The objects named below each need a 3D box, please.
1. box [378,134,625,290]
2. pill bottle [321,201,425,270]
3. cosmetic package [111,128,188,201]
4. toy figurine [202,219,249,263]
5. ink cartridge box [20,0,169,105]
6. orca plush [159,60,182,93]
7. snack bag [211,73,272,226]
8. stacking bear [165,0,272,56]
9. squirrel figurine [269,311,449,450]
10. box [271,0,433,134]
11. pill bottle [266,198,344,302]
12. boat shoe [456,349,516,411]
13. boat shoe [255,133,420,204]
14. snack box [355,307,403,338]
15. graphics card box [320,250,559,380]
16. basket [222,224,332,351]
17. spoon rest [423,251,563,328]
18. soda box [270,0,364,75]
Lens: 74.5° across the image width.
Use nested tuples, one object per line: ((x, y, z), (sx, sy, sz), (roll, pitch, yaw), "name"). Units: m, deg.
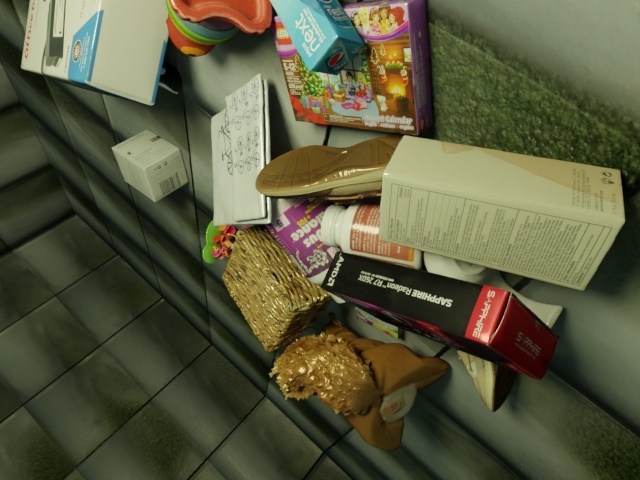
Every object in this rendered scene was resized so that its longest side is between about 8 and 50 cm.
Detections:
((0.255, -0.049, 0.642), (0.311, 0.121, 0.147), (16, 138, 18), "box")
((0.117, -0.015, 0.873), (0.216, 0.121, 0.121), (11, 135, 23), "pill bottle")
((-0.591, -0.263, 1.472), (0.184, 0.151, 0.151), (31, 144, 23), "cosmetic package")
((-0.295, 0.006, 1.420), (0.159, 0.173, 0.130), (4, 147, 34), "toy figurine")
((-0.545, -0.510, 1.013), (0.395, 0.166, 0.285), (22, 101, 35), "ink cartridge box")
((-0.476, -0.502, 1.172), (0.287, 0.102, 0.151), (34, -168, 39), "orca plush")
((-0.210, -0.197, 1.036), (0.343, 0.037, 0.322), (1, 93, 56), "snack bag")
((-0.229, -0.453, 0.826), (0.289, 0.176, 0.164), (10, 102, 61), "stacking bear")
((0.068, 0.339, 1.175), (0.397, 0.280, 0.370), (22, -173, -36), "squirrel figurine")
((0.050, -0.303, 0.744), (0.293, 0.057, 0.200), (19, 137, 39), "box")
((0.000, 0.000, 1.029), (0.301, 0.169, 0.169), (52, 148, -8), "pill bottle")
((0.360, 0.244, 0.930), (0.098, 0.109, 0.302), (15, 130, 49), "boat shoe")
((0.039, -0.116, 0.836), (0.342, 0.123, 0.123), (-8, 139, 18), "boat shoe")
((0.164, 0.206, 1.181), (0.141, 0.037, 0.100), (23, 140, 33), "snack box")
((0.204, 0.129, 0.784), (0.233, 0.094, 0.371), (33, 168, -40), "graphics card box")
((-0.114, 0.119, 1.213), (0.299, 0.214, 0.223), (50, 135, 25), "basket")
((0.312, 0.066, 0.788), (0.276, 0.137, 0.084), (37, 173, -4), "spoon rest")
((-0.021, -0.366, 0.658), (0.071, 0.067, 0.210), (-38, 74, 41), "soda box")
